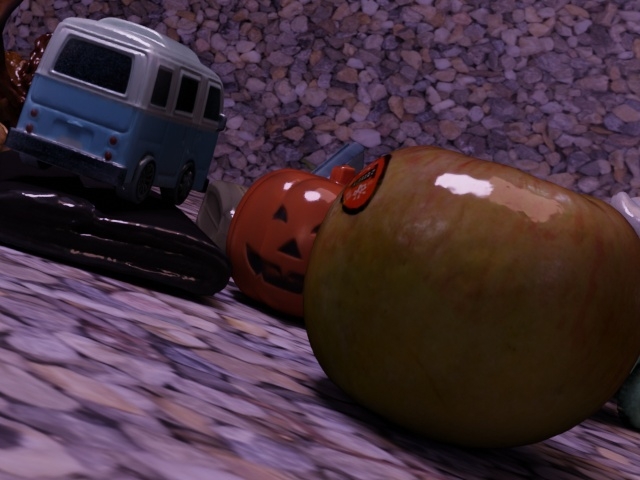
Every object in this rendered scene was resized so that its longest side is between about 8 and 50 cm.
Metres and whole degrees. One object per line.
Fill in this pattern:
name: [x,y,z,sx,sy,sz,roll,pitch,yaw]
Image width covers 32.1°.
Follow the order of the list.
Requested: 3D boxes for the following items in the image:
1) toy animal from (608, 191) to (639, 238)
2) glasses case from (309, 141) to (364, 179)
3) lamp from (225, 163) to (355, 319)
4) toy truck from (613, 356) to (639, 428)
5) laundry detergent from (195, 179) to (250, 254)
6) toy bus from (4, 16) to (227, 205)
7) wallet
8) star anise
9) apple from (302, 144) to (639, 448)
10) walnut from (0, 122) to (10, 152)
toy animal: [0.470,0.048,1.413,0.182,0.310,0.247,-1,46,-17]
glasses case: [-0.016,-0.041,1.408,0.056,0.105,0.266,12,25,19]
lamp: [0.000,0.000,1.136,0.187,0.164,0.187,20,6,-2]
toy truck: [0.252,0.091,1.153,0.278,0.156,0.155,15,5,-37]
laundry detergent: [-0.034,0.003,1.503,0.253,0.091,0.181,18,12,-20]
toy bus: [-0.191,-0.133,1.149,0.133,0.165,0.271,19,4,11]
wallet: [-0.233,-0.029,1.158,0.228,0.062,0.406,18,4,-18]
star anise: [-0.388,-0.221,1.482,0.148,0.346,0.237,2,45,-19]
apple: [0.107,0.042,0.794,0.260,0.194,0.261,20,1,0]
walnut: [-0.442,-0.123,1.423,0.096,0.083,0.079,17,-25,2]
